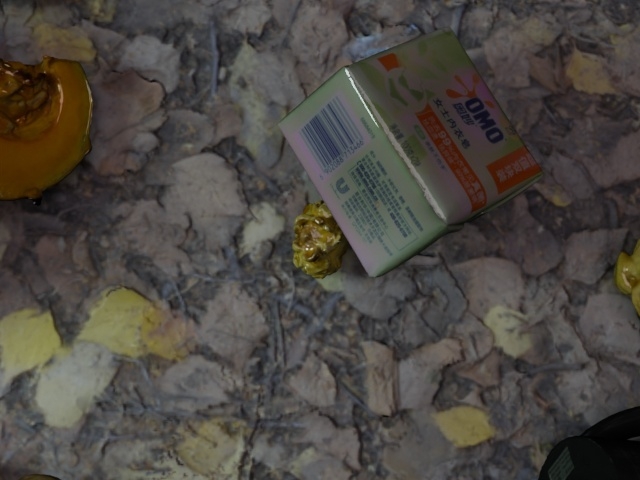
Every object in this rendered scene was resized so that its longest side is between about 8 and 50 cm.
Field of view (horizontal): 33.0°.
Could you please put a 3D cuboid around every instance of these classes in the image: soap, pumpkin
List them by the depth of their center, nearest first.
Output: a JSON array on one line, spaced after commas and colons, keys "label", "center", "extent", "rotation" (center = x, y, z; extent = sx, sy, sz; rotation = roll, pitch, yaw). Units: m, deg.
[{"label": "pumpkin", "center": [-0.373, -0.124, 1.070], "extent": [0.278, 0.111, 0.163], "rotation": [16, 73, -41]}, {"label": "soap", "center": [0.094, -0.095, 1.116], "extent": [0.182, 0.138, 0.199], "rotation": [-27, 83, -42]}]

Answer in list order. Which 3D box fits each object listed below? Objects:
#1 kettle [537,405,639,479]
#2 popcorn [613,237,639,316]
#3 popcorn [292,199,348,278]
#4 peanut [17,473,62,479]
[{"label": "kettle", "center": [0.380, 0.283, 1.100], "extent": [0.290, 0.207, 0.268], "rotation": [5, 51, -14]}, {"label": "popcorn", "center": [0.413, 0.045, 1.168], "extent": [0.163, 0.140, 0.194], "rotation": [-6, 79, -15]}, {"label": "popcorn", "center": [0.000, 0.000, 1.141], "extent": [0.057, 0.082, 0.083], "rotation": [18, 32, 14]}, {"label": "peanut", "center": [-0.273, 0.336, 1.028], "extent": [0.108, 0.095, 0.226], "rotation": [-5, 85, 23]}]
